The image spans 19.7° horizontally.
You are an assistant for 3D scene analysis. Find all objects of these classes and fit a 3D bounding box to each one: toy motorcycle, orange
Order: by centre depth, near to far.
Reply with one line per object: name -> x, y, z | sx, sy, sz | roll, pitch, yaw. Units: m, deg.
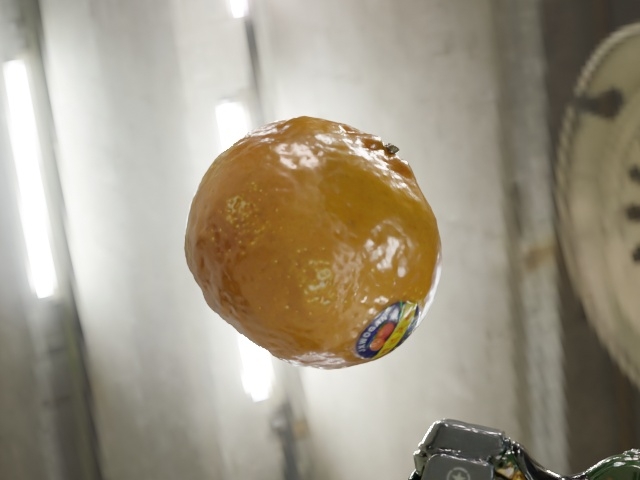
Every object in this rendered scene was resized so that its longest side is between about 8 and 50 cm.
orange -> -0.002, 0.003, 1.236 | 0.177, 0.177, 0.155 | 54, -55, 37
toy motorcycle -> 0.186, 0.182, 1.265 | 0.125, 0.274, 0.187 | 31, 70, -82
